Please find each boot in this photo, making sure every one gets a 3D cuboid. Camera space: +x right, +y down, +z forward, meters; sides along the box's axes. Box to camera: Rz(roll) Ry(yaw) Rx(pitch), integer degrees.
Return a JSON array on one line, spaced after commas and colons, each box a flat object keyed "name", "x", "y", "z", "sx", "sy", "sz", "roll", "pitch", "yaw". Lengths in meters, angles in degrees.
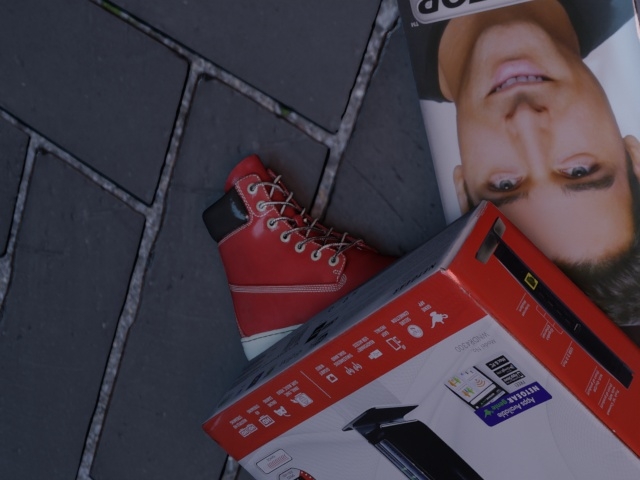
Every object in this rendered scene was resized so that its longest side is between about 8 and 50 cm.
[{"name": "boot", "x": 0.000, "y": 0.000, "z": 1.219, "sx": 0.244, "sy": 0.088, "sz": 0.176, "roll": -16, "pitch": 93, "yaw": 42}]

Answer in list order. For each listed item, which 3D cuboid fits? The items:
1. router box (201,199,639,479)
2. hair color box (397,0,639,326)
[{"name": "router box", "x": 0.114, "y": 0.161, "z": 1.091, "sx": 0.301, "sy": 0.082, "sz": 0.335, "roll": 43, "pitch": 138, "yaw": -8}, {"name": "hair color box", "x": 0.172, "y": -0.128, "z": 1.034, "sx": 0.185, "sy": 0.113, "sz": 0.375, "roll": -7, "pitch": 101, "yaw": 38}]
